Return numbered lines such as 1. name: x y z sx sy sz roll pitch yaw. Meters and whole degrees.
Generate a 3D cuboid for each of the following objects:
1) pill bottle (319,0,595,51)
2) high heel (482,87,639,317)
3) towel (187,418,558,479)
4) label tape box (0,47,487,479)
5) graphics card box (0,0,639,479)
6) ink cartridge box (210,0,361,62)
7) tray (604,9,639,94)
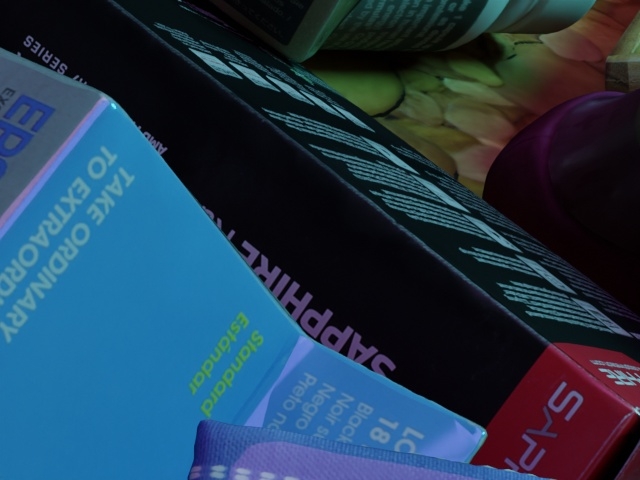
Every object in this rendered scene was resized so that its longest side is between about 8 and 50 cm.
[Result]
1. pill bottle: 0.016 -0.187 1.019 0.283 0.161 0.161 -1 39 -29
2. high heel: 0.263 0.038 0.903 0.377 0.181 0.127 36 70 -11
3. towel: 0.060 0.224 0.435 0.243 0.040 0.336 12 64 -8
4. label tape box: -0.157 0.052 0.513 0.334 0.106 0.240 24 64 23
5. graphics card box: 0.000 0.000 0.727 0.371 0.094 0.233 40 11 26
6. ink cartridge box: -0.017 -0.220 0.856 0.193 0.088 0.234 37 47 1
7. tray: 0.316 -0.139 1.090 0.203 0.076 0.411 1 24 22
